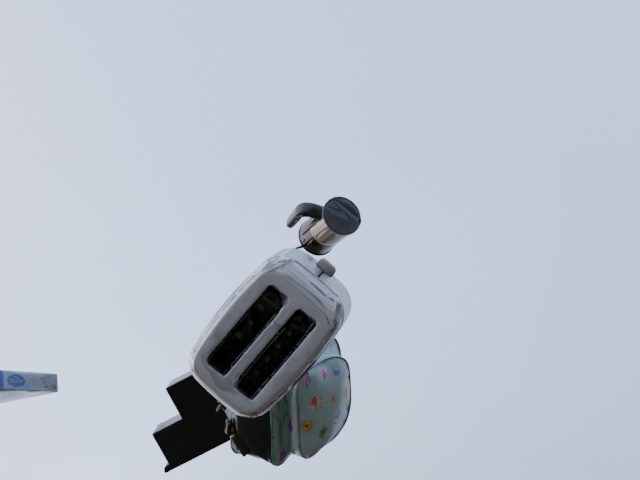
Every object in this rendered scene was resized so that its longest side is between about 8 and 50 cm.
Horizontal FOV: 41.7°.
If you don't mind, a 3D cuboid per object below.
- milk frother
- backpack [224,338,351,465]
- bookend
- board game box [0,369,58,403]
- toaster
[{"bbox_3d":[0.000,0.000,1.696,0.129,0.143,0.135,1,-19,-23],"label":"milk frother"},{"bbox_3d":[-0.035,0.212,1.197,0.144,0.188,0.166,4,-72,26],"label":"backpack"},{"bbox_3d":[-0.254,0.324,1.575,0.157,0.072,0.156,-29,-85,4],"label":"bookend"},{"bbox_3d":[-0.301,0.134,0.755,0.090,0.020,0.090,-13,-16,17],"label":"board game box"},{"bbox_3d":[-0.063,0.111,0.962,0.129,0.146,0.227,42,-91,3],"label":"toaster"}]
